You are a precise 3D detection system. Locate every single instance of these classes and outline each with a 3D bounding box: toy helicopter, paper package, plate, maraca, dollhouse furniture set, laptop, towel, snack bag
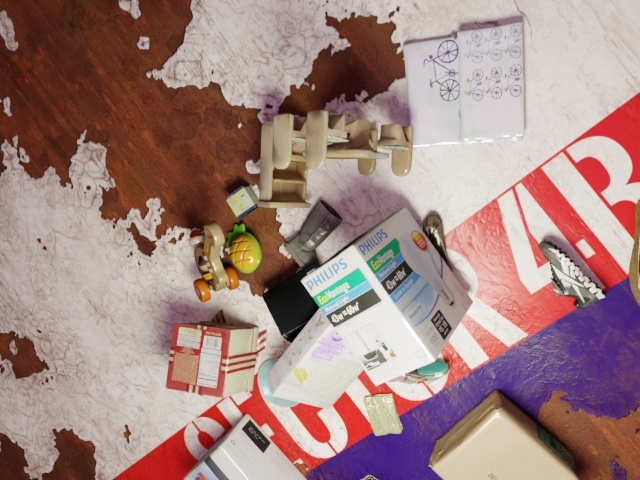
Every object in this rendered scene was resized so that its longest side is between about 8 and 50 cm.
[{"bbox_3d":[-0.368,0.032,1.725,0.235,0.140,0.355,58,152,18],"label":"toy helicopter"},{"bbox_3d":[0.564,0.683,1.607,0.324,0.168,0.310,42,110,7],"label":"paper package"},{"bbox_3d":[-0.136,0.507,1.869,0.188,0.024,0.188,4,102,18],"label":"plate"},{"bbox_3d":[-0.264,0.026,1.779,0.127,0.099,0.186,-46,60,21],"label":"maraca"},{"bbox_3d":[0.005,-0.213,1.509,0.394,0.361,0.257,9,99,44],"label":"dollhouse furniture set"},{"bbox_3d":[-0.021,0.237,1.744,0.234,0.137,0.264,-33,131,21],"label":"laptop"},{"bbox_3d":[0.212,0.594,1.775,0.109,0.027,0.148,-15,96,21],"label":"towel"},{"bbox_3d":[0.406,-0.438,1.503,0.342,0.037,0.324,-1,101,18],"label":"snack bag"}]

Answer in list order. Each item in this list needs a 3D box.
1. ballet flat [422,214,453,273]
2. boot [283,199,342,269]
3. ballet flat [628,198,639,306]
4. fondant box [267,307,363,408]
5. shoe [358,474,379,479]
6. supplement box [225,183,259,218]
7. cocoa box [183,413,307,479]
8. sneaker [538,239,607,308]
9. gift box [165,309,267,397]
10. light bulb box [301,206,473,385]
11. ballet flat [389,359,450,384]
[{"bbox_3d":[0.357,0.044,1.602,0.084,0.058,0.250,-5,99,19],"label":"ballet flat"},{"bbox_3d":[0.000,0.001,1.708,0.190,0.076,0.208,46,103,2],"label":"boot"},{"bbox_3d":[0.902,0.045,1.395,0.116,0.124,0.343,0,101,18],"label":"ballet flat"},{"bbox_3d":[0.016,0.387,1.693,0.238,0.096,0.330,24,112,-32],"label":"fondant box"},{"bbox_3d":[0.207,0.862,1.809,0.177,0.063,0.081,-23,98,25],"label":"shoe"},{"bbox_3d":[-0.260,-0.133,1.763,0.083,0.056,0.083,-32,90,21],"label":"supplement box"},{"bbox_3d":[-0.262,0.861,1.868,0.347,0.231,0.228,47,111,4],"label":"cocoa box"},{"bbox_3d":[0.698,0.105,1.496,0.234,0.078,0.106,45,108,2],"label":"sneaker"},{"bbox_3d":[-0.347,0.383,1.796,0.254,0.258,0.277,9,84,18],"label":"gift box"},{"bbox_3d":[0.201,0.146,1.493,0.225,0.358,0.361,-36,89,38],"label":"light bulb box"},{"bbox_3d":[0.315,0.433,1.693,0.221,0.077,0.079,-7,117,23],"label":"ballet flat"}]
